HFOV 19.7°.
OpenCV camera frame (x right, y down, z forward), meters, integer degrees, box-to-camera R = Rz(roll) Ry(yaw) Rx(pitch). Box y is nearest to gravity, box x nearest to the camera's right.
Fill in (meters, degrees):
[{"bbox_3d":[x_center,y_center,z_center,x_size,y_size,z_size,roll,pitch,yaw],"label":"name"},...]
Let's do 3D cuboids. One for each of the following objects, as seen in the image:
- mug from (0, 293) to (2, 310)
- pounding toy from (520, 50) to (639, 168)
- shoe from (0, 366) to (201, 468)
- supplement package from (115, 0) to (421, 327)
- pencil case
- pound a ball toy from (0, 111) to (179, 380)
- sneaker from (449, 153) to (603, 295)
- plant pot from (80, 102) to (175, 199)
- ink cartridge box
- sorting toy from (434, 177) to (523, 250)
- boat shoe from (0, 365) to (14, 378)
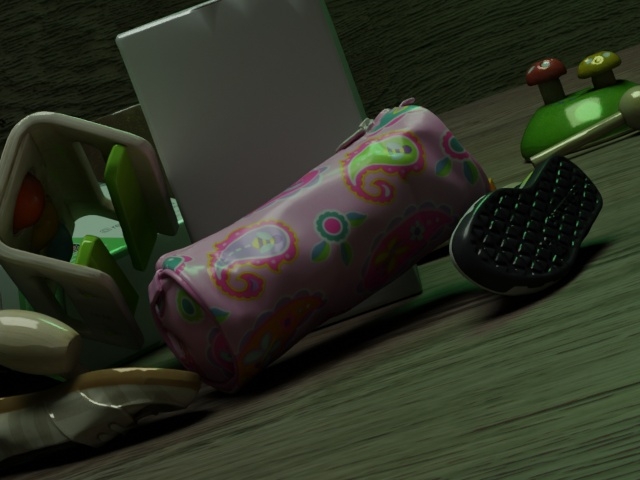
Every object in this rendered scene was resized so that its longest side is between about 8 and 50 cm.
[{"bbox_3d":[-0.492,0.033,1.495,0.328,0.374,0.276,-11,25,31],"label":"mug"},{"bbox_3d":[0.315,-0.173,2.222,0.183,0.110,0.237,-19,6,7],"label":"pounding toy"},{"bbox_3d":[-0.182,0.136,1.397,0.219,0.058,0.076,-12,-13,29],"label":"shoe"},{"bbox_3d":[-0.041,-0.074,1.629,0.177,0.293,0.175,-19,6,4],"label":"supplement package"},{"bbox_3d":[0.000,0.000,1.450,0.284,0.124,0.124,-35,12,-25],"label":"pencil case"},{"bbox_3d":[-0.220,0.026,1.531,0.135,0.208,0.319,15,-13,5],"label":"pound a ball toy"},{"bbox_3d":[0.149,0.008,1.431,0.097,0.084,0.234,-44,-8,30],"label":"sneaker"},{"bbox_3d":[-0.179,-0.041,2.074,0.215,0.230,0.215,-20,6,2],"label":"plant pot"},{"bbox_3d":[-0.272,0.029,1.873,0.289,0.122,0.211,13,28,40],"label":"ink cartridge box"},{"bbox_3d":[0.113,-0.015,1.814,0.208,0.038,0.193,-19,6,9],"label":"sorting toy"},{"bbox_3d":[-0.364,0.130,1.931,0.077,0.070,0.219,5,8,16],"label":"boat shoe"}]
